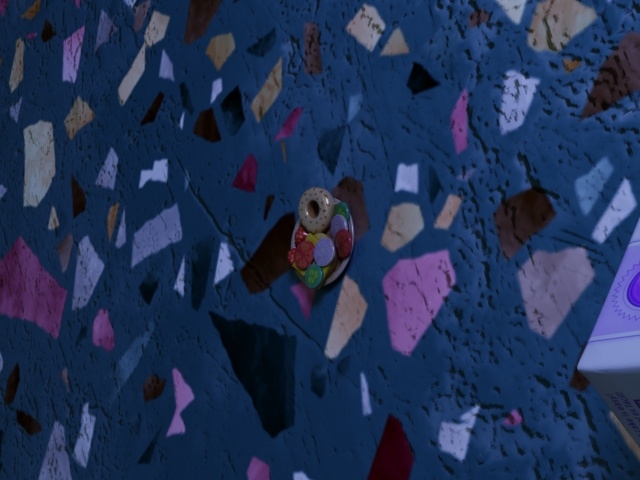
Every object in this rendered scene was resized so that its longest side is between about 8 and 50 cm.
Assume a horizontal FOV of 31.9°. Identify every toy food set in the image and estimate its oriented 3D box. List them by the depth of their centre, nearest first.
[{"bbox_3d":[0.000,0.000,0.979,0.082,0.020,0.083,41,111,45],"label":"toy food set"}]

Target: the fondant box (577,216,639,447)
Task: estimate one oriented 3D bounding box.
[{"bbox_3d":[0.306,-0.016,0.496,0.330,0.096,0.238,-16,33,48],"label":"fondant box"}]
